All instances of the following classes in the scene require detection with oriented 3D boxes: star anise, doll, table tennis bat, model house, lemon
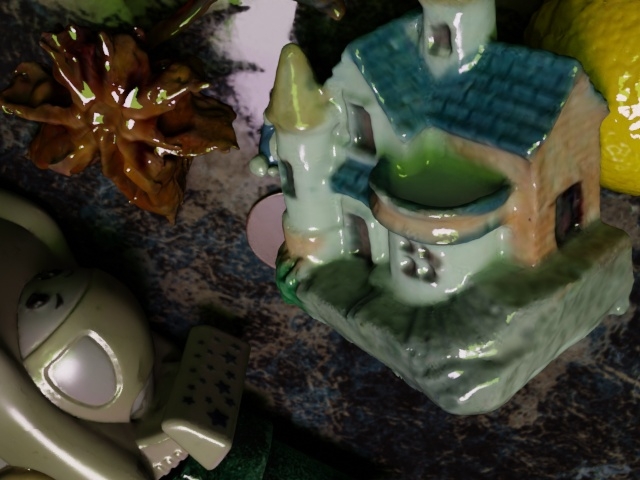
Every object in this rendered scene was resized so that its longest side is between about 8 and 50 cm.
[{"bbox_3d":[-0.135,-0.131,0.747,0.346,0.148,0.237,-28,135,13],"label":"star anise"},{"bbox_3d":[-0.020,-0.093,0.807,0.083,0.050,0.076,13,101,-3],"label":"doll"},{"bbox_3d":[0.000,0.000,0.876,0.158,0.014,0.095,17,116,-4],"label":"table tennis bat"},{"bbox_3d":[0.080,-0.080,0.651,0.194,0.267,0.325,-29,129,-30],"label":"model house"},{"bbox_3d":[0.267,-0.135,0.691,0.192,0.192,0.231,-32,108,18],"label":"lemon"}]

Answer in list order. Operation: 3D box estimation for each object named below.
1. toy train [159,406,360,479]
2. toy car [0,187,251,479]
[{"bbox_3d":[-0.061,0.306,0.954,0.330,0.139,0.178,29,130,-13],"label":"toy train"},{"bbox_3d":[-0.257,0.101,0.812,0.226,0.242,0.336,-32,113,20],"label":"toy car"}]
